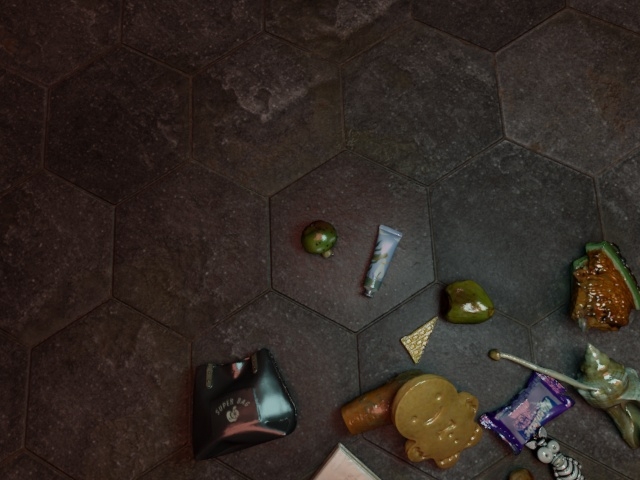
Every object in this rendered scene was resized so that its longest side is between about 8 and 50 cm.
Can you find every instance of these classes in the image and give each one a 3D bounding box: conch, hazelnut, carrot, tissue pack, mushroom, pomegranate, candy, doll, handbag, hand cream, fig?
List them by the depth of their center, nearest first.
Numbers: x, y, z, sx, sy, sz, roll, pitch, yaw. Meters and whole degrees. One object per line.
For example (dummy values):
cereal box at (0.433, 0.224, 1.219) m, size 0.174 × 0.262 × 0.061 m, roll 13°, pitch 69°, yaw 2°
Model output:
conch at (0.908, 0.461, 1.271) m, size 0.386 × 0.203 × 0.169 m, roll 45°, pitch 59°, yaw -14°
hazelnut at (0.618, 0.748, 1.283) m, size 0.086 × 0.086 × 0.085 m, roll -1°, pitch 81°, yaw 3°
doll at (0.727, 0.677, 1.290) m, size 0.091 × 0.067 × 0.219 m, roll -42°, pitch 79°, yaw -7°
mushroom at (0.686, 0.403, 1.300) m, size 0.307 × 0.068 × 0.043 m, roll 15°, pitch 108°, yaw 31°
tissue pack at (0.132, 0.812, 1.301) m, size 0.325 × 0.071 × 0.170 m, roll 39°, pitch 87°, yaw 8°
candy at (0.647, 0.532, 1.311) m, size 0.275 × 0.070 × 0.145 m, roll -38°, pitch 70°, yaw -5°
carrot at (0.221, 0.514, 1.317) m, size 0.302 × 0.138 × 0.138 m, roll -27°, pitch 80°, yaw 0°
handbag at (-0.259, 0.514, 1.346) m, size 0.343 × 0.152 × 0.287 m, roll -16°, pitch 68°, yaw 0°
fig at (0.476, 0.202, 1.346) m, size 0.166 × 0.154 × 0.143 m, roll 18°, pitch 125°, yaw 39°
pomegranate at (-0.004, -0.007, 1.429) m, size 0.131 × 0.130 × 0.130 m, roll -1°, pitch 81°, yaw 3°
hand cream at (0.201, 0.073, 1.435) m, size 0.088 × 0.055 × 0.255 m, roll 21°, pitch 76°, yaw 2°

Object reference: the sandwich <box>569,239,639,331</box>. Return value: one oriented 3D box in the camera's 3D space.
sandwich at (0.864, 0.175, 1.318) m, size 0.301 × 0.162 × 0.250 m, roll -38°, pitch 93°, yaw -33°

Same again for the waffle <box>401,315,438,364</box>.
waffle at (0.352, 0.329, 1.392) m, size 0.153 × 0.023 × 0.097 m, roll -34°, pitch 82°, yaw -3°

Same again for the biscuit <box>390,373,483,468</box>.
biscuit at (0.353, 0.544, 1.257) m, size 0.275 × 0.052 × 0.354 m, roll -38°, pitch 113°, yaw -5°
